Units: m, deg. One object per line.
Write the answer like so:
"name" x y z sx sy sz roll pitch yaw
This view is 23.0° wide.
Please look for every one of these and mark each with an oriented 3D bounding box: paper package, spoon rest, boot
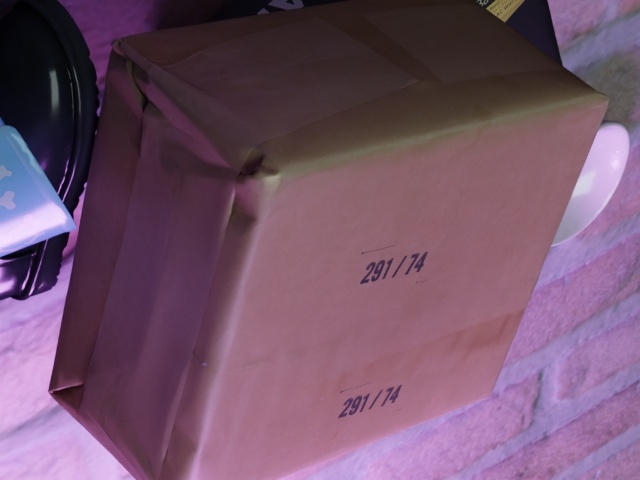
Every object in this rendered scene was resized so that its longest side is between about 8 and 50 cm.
"paper package" 0.000 0.000 1.098 0.325 0.168 0.309 -17 137 -40
"spoon rest" 0.200 -0.037 1.495 0.276 0.084 0.137 -18 135 -34
"boot" -0.257 -0.029 1.008 0.207 0.094 0.246 -21 142 -39

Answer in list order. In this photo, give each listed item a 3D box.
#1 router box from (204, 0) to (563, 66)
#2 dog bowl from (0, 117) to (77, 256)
"router box" 0.040 -0.134 1.237 0.309 0.081 0.243 -40 144 -11
"dog bowl" -0.241 -0.108 0.850 0.074 0.166 0.297 -34 118 -8
